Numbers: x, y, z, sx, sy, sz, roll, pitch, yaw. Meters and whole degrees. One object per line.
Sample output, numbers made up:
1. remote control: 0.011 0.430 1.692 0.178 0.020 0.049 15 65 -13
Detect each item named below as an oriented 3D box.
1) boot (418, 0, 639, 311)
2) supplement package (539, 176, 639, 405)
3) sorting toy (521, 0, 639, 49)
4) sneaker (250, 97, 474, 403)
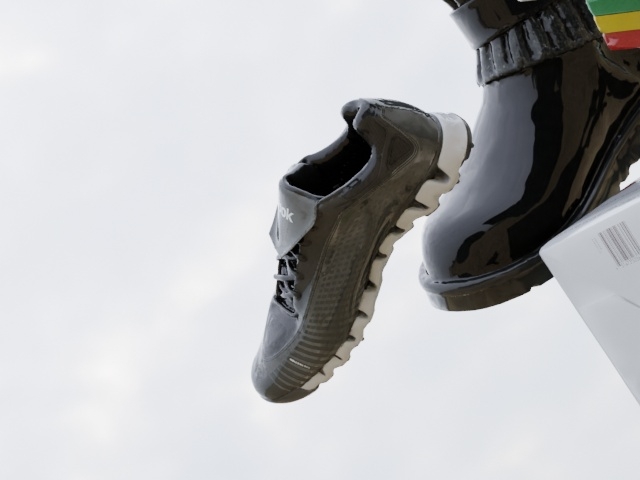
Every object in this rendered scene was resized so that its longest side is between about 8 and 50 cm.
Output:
1. boot: 0.137 -0.139 1.525 0.131 0.260 0.348 -5 37 47
2. supplement package: 0.308 -0.005 1.393 0.203 0.149 0.194 -34 1 -28
3. sorting toy: 0.297 -0.236 1.324 0.255 0.257 0.089 -54 -56 -34
4. sneaker: 0.000 0.000 1.308 0.106 0.078 0.234 23 -75 -34
